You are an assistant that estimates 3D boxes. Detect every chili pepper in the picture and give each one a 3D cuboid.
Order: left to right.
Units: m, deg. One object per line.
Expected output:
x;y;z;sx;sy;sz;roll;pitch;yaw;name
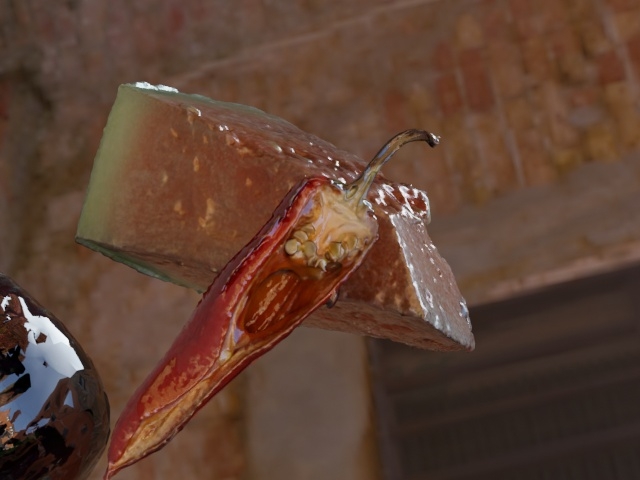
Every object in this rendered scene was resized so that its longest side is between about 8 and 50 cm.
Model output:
-0.033;0.033;0.996;0.059;0.268;0.050;40;5;-12;chili pepper

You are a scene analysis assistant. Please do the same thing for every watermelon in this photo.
0.000;0.000;1.115;0.193;0.257;0.139;16;93;-48;watermelon

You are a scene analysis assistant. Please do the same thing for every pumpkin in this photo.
-0.278;0.122;1.432;0.233;0.163;0.233;36;-29;24;pumpkin
